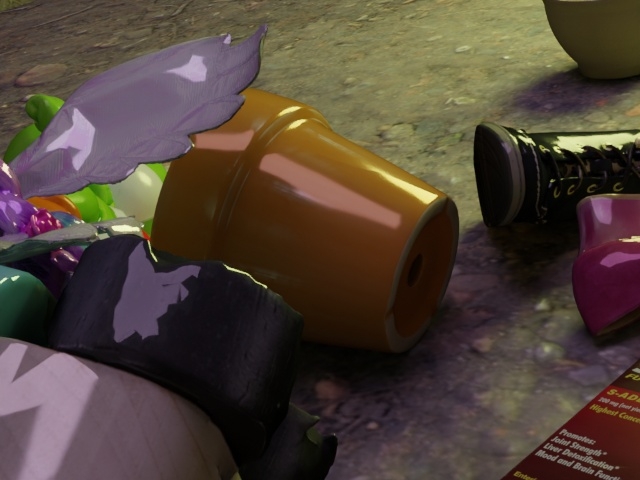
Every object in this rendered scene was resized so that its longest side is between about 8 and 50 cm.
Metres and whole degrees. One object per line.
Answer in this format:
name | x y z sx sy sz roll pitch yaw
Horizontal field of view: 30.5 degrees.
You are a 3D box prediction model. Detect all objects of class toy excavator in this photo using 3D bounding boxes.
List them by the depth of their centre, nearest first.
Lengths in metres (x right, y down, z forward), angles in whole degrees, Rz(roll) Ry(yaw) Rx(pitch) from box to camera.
toy excavator | -0.234 0.138 0.615 0.445 0.433 0.222 16 64 13

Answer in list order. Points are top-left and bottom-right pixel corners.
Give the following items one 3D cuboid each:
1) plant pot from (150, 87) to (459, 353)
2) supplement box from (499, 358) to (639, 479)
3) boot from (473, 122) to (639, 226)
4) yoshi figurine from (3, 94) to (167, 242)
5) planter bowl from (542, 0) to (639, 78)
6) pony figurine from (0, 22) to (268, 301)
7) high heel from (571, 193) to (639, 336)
plant pot | 0.000 0.000 0.935 0.188 0.205 0.205 18 37 24
supplement box | 0.205 0.137 0.661 0.239 0.073 0.130 -31 30 -35
boot | 0.221 -0.062 0.982 0.179 0.085 0.236 -8 -4 5
yoshi figurine | -0.258 -0.024 1.096 0.204 0.203 0.362 -25 9 14
planter bowl | 0.343 -0.252 1.361 0.162 0.109 0.162 -12 24 5
pony figurine | -0.205 0.013 0.786 0.351 0.363 0.303 -3 27 22
high heel | 0.312 0.019 0.879 0.244 0.082 0.117 2 57 3
